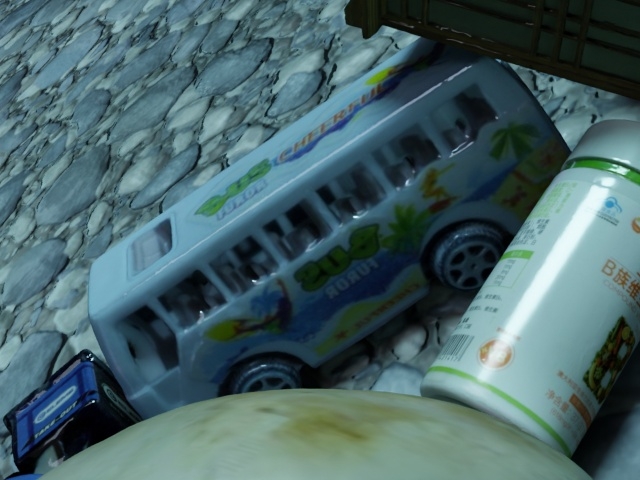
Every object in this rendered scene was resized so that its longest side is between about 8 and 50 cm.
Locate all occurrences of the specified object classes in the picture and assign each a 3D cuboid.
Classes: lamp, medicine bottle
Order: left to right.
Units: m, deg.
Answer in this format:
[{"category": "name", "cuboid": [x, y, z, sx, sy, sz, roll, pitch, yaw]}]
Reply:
[{"category": "medicine bottle", "cuboid": [0.135, 0.029, 0.603, 0.086, 0.086, 0.183, 13, 62, 51]}, {"category": "lamp", "cuboid": [0.175, -0.126, 0.593, 0.325, 0.090, 0.089, 18, 59, 16]}]

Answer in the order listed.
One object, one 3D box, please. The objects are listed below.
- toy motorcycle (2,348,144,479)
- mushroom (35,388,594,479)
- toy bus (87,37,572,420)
[{"category": "toy motorcycle", "cuboid": [-0.254, 0.245, 0.729, 0.358, 0.125, 0.212, -39, 26, 1]}, {"category": "mushroom", "cuboid": [-0.008, 0.205, 0.402, 0.297, 0.297, 0.290, -22, 62, 26]}, {"category": "toy bus", "cuboid": [0.000, 0.000, 0.725, 0.330, 0.136, 0.109, -34, 33, 10]}]
